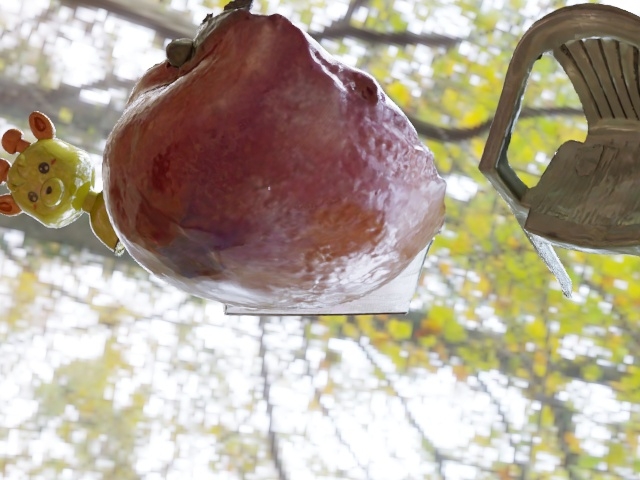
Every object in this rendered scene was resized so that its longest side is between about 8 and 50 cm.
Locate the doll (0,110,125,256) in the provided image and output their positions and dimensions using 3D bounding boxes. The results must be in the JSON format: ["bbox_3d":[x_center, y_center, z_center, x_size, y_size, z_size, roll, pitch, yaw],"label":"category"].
[{"bbox_3d":[-0.321,-0.069,2.118,0.221,0.135,0.143,25,-76,8],"label":"doll"}]

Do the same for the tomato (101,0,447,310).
[{"bbox_3d":[-0.050,-0.028,1.401,0.335,0.289,0.176,-21,-145,57],"label":"tomato"}]

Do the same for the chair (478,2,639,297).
[{"bbox_3d":[0.289,-0.075,1.624,0.203,0.274,0.191,9,-113,38],"label":"chair"}]

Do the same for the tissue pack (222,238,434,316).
[{"bbox_3d":[0.000,0.000,1.902,0.185,0.225,0.124,106,-19,-60],"label":"tissue pack"}]
